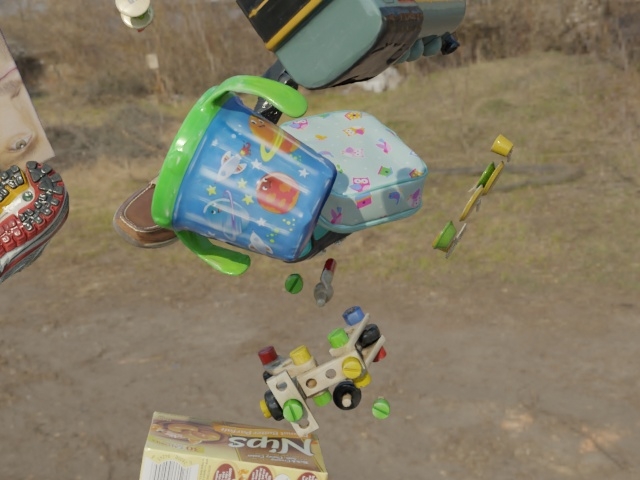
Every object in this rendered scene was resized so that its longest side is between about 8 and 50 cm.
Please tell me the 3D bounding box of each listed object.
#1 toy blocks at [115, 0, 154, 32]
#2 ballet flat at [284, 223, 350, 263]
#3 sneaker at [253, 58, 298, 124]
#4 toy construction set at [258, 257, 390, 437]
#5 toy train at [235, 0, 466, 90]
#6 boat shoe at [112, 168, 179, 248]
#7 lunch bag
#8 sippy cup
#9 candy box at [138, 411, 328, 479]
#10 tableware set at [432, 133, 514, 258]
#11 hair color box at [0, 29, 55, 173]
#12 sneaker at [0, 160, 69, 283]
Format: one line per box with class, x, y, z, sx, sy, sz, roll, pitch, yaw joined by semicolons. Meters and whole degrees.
toy blocks;-0.279;-0.390;1.320;0.054;0.123;0.148;16;-6;-1
ballet flat;0.000;0.000;1.691;0.203;0.074;0.074;-35;-6;39
sneaker;-0.100;-0.290;1.636;0.051;0.170;0.089;31;10;-43
toy construction set;-0.003;0.209;1.507;0.257;0.309;0.237;0;12;5
toy train;0.034;-0.245;0.771;0.142;0.190;0.334;-34;-3;30
boat shoe;-0.251;-0.094;1.476;0.123;0.116;0.324;35;36;6
lunch bag;0.044;-0.133;1.530;0.224;0.108;0.279;-18;43;-22
sippy cup;-0.103;-0.083;1.247;0.224;0.240;0.305;26;-15;2
candy box;-0.155;0.395;1.469;0.316;0.087;0.183;11;7;-7
tableware set;0.173;-0.051;0.941;0.024;0.154;0.104;33;-2;13
hair color box;-0.551;-0.238;1.206;0.110;0.339;0.185;14;40;41
sneaker;-0.342;0.022;0.840;0.225;0.088;0.093;-43;-10;-13
